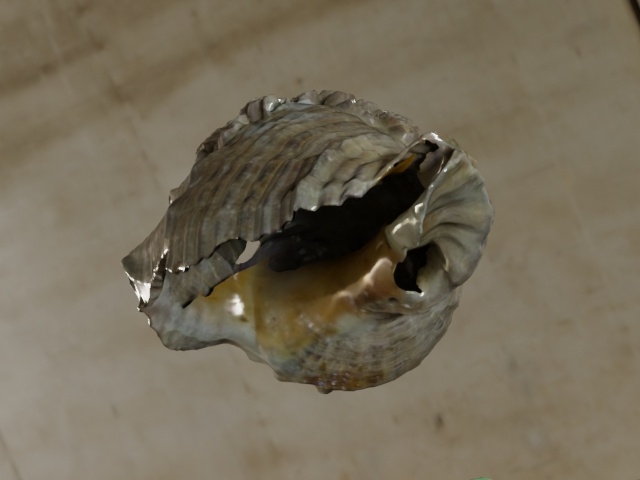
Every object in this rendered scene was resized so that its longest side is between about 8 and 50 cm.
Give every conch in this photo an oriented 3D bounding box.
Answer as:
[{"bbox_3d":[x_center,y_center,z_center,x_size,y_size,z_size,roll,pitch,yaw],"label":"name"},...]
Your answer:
[{"bbox_3d":[0.000,0.000,0.757,0.178,0.163,0.245,-27,-4,-24],"label":"conch"}]

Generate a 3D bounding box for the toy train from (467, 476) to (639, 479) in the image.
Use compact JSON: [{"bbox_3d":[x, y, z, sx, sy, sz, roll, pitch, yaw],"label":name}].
[{"bbox_3d":[0.012,0.106,0.300,0.081,0.149,0.099,20,7,29],"label":"toy train"}]
